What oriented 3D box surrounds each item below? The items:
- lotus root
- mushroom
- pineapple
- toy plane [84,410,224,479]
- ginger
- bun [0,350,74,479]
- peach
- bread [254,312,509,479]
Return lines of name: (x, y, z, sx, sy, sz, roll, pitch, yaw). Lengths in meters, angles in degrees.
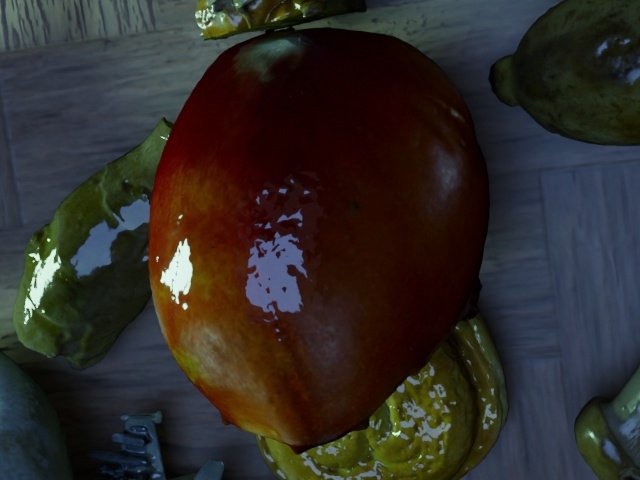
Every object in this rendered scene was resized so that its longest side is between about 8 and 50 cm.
lotus root: (0.235, -0.141, 1.214, 0.214, 0.138, 0.138, -13, 97, 28)
mushroom: (0.355, 0.083, 1.223, 0.350, 0.128, 0.128, -43, 88, 22)
pineapple: (-0.027, -0.244, 1.250, 0.114, 0.236, 0.186, -5, 139, 21)
toy plane: (-0.202, 0.252, 1.426, 0.262, 0.088, 0.192, -4, 104, 17)
ginger: (-0.189, 0.003, 1.363, 0.116, 0.109, 0.263, 48, 109, 20)
bun: (-0.379, 0.246, 1.370, 0.354, 0.354, 0.194, 2, 136, 15)
peach: (0.000, 0.000, 1.205, 0.281, 0.281, 0.338, 1, 84, 15)
bread: (0.044, 0.136, 1.318, 0.236, 0.120, 0.198, -18, 100, 19)
